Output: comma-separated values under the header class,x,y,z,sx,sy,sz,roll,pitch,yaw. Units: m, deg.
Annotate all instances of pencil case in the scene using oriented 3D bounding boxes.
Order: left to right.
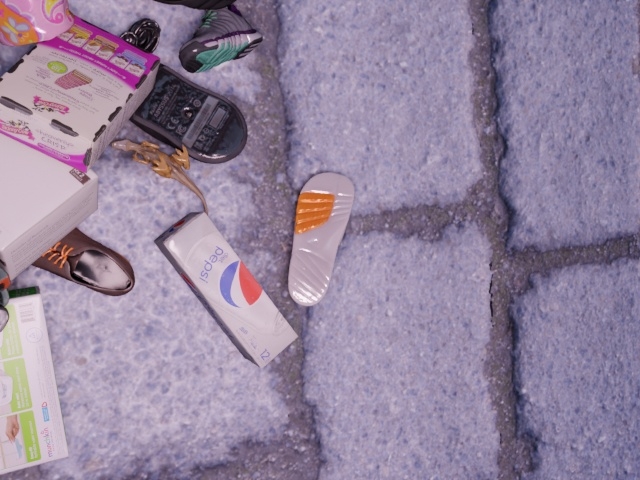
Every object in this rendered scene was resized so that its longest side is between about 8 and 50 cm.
class,x,y,z,sx,sy,sz,roll,pitch,yaw
pencil case,-0.439,-0.411,0.933,0.124,0.124,0.284,-31,132,-20

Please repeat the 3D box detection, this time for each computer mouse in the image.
class,x,y,z,sx,sy,sz,roll,pitch,yaw
computer mouse,-0.248,-0.233,1.187,0.272,0.072,0.188,35,80,-9

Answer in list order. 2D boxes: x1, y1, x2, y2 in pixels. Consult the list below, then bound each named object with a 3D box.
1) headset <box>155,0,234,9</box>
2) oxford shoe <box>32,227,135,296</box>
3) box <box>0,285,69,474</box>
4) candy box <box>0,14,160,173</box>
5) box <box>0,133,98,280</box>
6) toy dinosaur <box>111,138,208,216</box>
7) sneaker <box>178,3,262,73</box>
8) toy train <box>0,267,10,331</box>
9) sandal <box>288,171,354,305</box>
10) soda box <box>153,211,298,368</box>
class,x,y,z,sx,sy,sz,roll,pitch,yaw
headset,-0.275,-0.491,1.084,0.394,0.185,0.243,-5,82,-48
oxford shoe,-0.418,0.009,1.099,0.271,0.098,0.097,26,82,-23
box,-0.526,0.222,1.046,0.231,0.127,0.262,-11,97,-23
candy box,-0.363,-0.225,1.029,0.159,0.071,0.233,26,46,-5
box,-0.457,-0.075,1.017,0.181,0.119,0.182,41,60,4
toy dinosaur,-0.251,-0.122,1.175,0.211,0.112,0.064,38,76,-14
sneaker,-0.188,-0.349,1.162,0.098,0.083,0.223,55,29,-5
toy train,-0.559,0.005,0.929,0.334,0.190,0.142,31,47,17
sandal,-0.011,-0.002,1.293,0.102,0.076,0.265,16,73,-2
soda box,-0.166,0.087,1.218,0.091,0.098,0.286,-40,106,-18
